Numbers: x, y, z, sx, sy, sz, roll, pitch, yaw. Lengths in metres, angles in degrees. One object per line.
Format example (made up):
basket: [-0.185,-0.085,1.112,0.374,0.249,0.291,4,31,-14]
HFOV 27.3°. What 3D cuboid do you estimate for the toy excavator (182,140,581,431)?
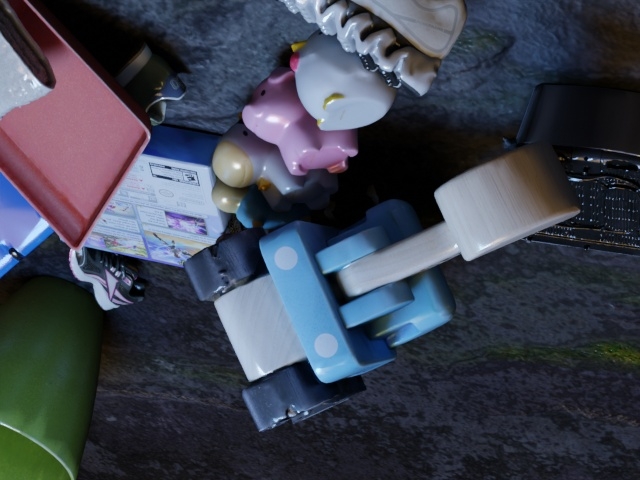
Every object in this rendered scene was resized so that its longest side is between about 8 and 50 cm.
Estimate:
toy excavator: [0.078,0.029,1.488,0.445,0.222,0.433,-27,171,11]

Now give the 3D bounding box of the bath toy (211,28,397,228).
bath toy: [-0.029,-0.136,1.519,0.152,0.129,0.348,0,155,-22]

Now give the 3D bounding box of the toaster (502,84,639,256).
toaster: [0.297,-0.078,1.436,0.168,0.110,0.185,8,145,18]

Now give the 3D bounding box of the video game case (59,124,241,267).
video game case: [-0.249,-0.066,1.788,0.270,0.061,0.244,12,145,13]

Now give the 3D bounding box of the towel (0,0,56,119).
towel: [-0.453,-0.260,1.551,0.187,0.049,0.282,-23,109,37]

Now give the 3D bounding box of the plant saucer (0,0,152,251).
plant saucer: [-0.326,-0.153,1.615,0.259,0.048,0.258,47,135,7]

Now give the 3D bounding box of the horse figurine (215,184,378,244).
horse figurine: [0.000,0.000,1.744,0.263,0.066,0.174,-3,142,21]

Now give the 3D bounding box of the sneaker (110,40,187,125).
sneaker: [-0.235,-0.167,1.631,0.086,0.064,0.192,37,140,-16]

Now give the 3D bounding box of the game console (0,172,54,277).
game console: [-0.519,-0.084,1.855,0.250,0.173,0.293,-39,100,15]

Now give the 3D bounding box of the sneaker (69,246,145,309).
sneaker: [-0.316,0.039,1.986,0.077,0.072,0.178,-5,149,15]

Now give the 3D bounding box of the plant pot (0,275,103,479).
plant pot: [-0.465,0.213,2.092,0.275,0.293,0.274,13,146,9]

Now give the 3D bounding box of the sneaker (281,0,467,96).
sneaker: [0.016,-0.270,1.328,0.292,0.118,0.110,37,-177,4]
